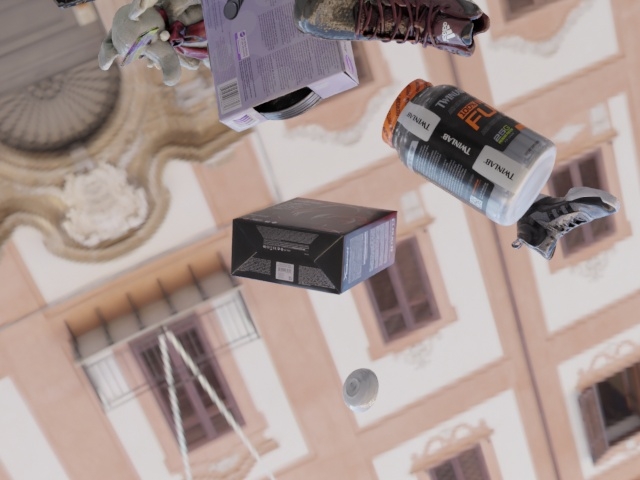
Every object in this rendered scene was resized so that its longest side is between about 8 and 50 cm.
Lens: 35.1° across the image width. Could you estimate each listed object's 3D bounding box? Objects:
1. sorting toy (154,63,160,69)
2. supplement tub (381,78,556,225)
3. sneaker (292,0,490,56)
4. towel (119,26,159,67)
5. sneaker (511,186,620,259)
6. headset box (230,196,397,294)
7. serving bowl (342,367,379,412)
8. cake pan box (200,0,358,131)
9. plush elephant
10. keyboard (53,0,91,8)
[{"bbox_3d":[-0.355,-0.446,2.328,0.075,0.045,0.083,-49,-177,-27],"label":"sorting toy"},{"bbox_3d":[0.311,-0.196,2.157,0.338,0.207,0.207,33,-127,20],"label":"supplement tub"},{"bbox_3d":[0.113,-0.295,1.316,0.281,0.106,0.162,-15,-143,-37],"label":"sneaker"},{"bbox_3d":[-0.318,-0.339,1.774,0.083,0.009,0.060,-43,-177,36],"label":"towel"},{"bbox_3d":[0.568,-0.034,2.370,0.269,0.101,0.153,-4,-119,45],"label":"sneaker"},{"bbox_3d":[0.000,0.000,1.859,0.218,0.110,0.293,9,-166,24],"label":"headset box"},{"bbox_3d":[0.068,0.273,1.863,0.083,0.027,0.083,-26,-127,40],"label":"serving bowl"},{"bbox_3d":[-0.072,-0.339,1.727,0.246,0.070,0.266,-20,-112,24],"label":"cake pan box"},{"bbox_3d":[-0.317,-0.437,2.117,0.255,0.330,0.272,-47,-179,-34],"label":"plush elephant"},{"bbox_3d":[-0.367,-0.398,1.527,0.100,0.038,0.192,-20,-147,-16],"label":"keyboard"}]
